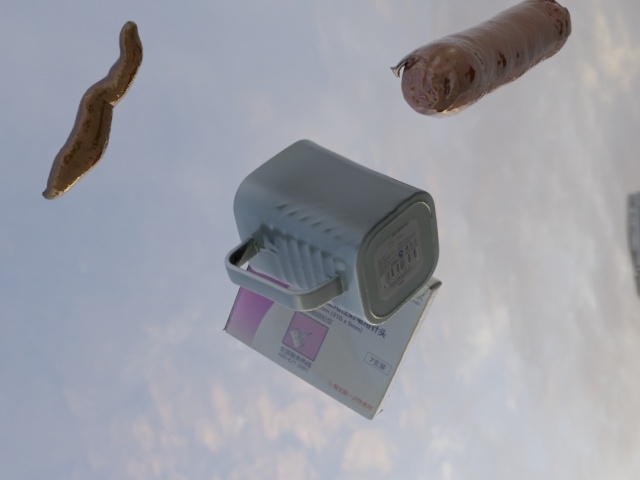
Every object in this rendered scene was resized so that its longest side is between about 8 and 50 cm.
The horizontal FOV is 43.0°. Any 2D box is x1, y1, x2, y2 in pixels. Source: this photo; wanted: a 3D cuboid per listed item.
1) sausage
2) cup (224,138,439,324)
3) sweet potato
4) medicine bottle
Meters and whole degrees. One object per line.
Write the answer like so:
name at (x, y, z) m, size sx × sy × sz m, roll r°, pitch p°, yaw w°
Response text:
sausage at (0.221, -0.240, 1.028) m, size 0.419 × 0.094 × 0.094 m, roll -35°, pitch -66°, yaw -48°
cup at (0.000, 0.000, 0.597) m, size 0.128 × 0.129 × 0.095 m, roll -38°, pitch -46°, yaw -30°
sweet potato at (-0.201, -0.112, 0.728) m, size 0.044 × 0.044 × 0.179 m, roll 20°, pitch -75°, yaw -49°
medicine bottle at (0.009, 0.069, 0.870) m, size 0.052 × 0.201 × 0.171 m, roll -18°, pitch -45°, yaw -64°
